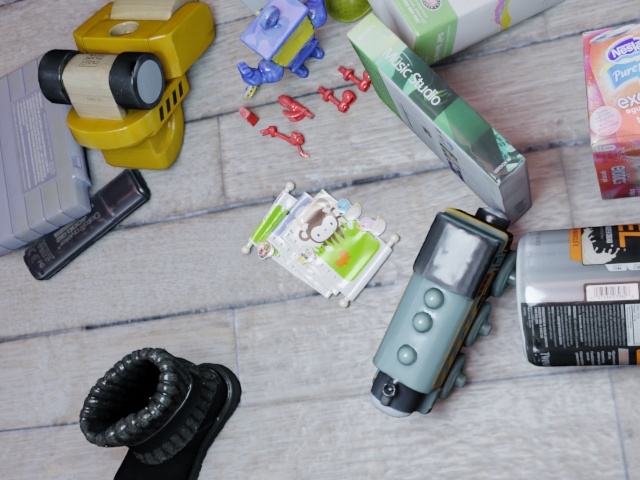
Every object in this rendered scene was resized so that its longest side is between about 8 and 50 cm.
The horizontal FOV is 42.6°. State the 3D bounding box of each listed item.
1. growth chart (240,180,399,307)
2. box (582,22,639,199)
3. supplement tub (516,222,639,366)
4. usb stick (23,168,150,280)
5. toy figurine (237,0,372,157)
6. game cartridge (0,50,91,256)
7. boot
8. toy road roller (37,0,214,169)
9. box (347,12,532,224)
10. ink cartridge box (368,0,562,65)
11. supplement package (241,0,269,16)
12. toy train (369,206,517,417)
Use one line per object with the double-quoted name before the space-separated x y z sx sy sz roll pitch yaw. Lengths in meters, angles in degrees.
"growth chart" 0.000 0.000 1.375 0.237 0.021 0.172 30 90 21
"box" 0.436 -0.164 1.099 0.142 0.300 0.154 -5 77 20
"supplement tub" 0.434 0.072 1.114 0.315 0.193 0.194 -4 79 18
"usb stick" -0.433 -0.028 1.522 0.278 0.045 0.077 -37 75 10
"toy figurine" -0.017 -0.336 1.338 0.191 0.217 0.363 44 96 21
"game cartridge" -0.557 -0.169 1.568 0.230 0.068 0.355 -22 66 12
"boot" -0.283 0.326 1.285 0.131 0.260 0.348 27 89 22
"toy road roller" -0.325 -0.277 1.475 0.202 0.241 0.330 7 45 21
"box" 0.183 -0.175 1.228 0.058 0.232 0.322 -43 70 2
"ink cartridge box" 0.254 -0.438 1.285 0.353 0.119 0.207 -26 72 -5
"supplement package" -0.133 -0.545 1.429 0.149 0.194 0.203 -32 72 12
"toy train" 0.172 0.103 1.187 0.142 0.190 0.334 29 101 22
